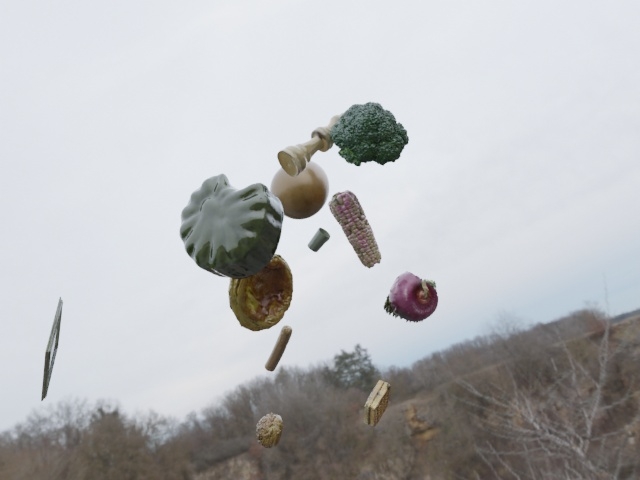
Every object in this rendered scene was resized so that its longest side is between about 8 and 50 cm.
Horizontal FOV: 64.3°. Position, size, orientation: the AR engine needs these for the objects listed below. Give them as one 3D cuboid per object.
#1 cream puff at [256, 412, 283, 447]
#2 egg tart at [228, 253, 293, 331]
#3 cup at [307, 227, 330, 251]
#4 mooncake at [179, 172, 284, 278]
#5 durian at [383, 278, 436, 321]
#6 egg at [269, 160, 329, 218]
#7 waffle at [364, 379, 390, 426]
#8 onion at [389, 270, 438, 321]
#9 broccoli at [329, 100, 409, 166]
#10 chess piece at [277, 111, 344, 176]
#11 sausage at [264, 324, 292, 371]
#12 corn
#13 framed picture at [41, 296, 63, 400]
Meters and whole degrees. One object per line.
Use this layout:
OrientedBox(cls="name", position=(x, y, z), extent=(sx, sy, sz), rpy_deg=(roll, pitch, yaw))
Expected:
OrientedBox(cls="cream puff", position=(-0.214, 0.785, 2.099), extent=(0.103, 0.126, 0.144), rpy_deg=(10, -55, -10))
OrientedBox(cls="egg tart", position=(-0.262, 0.199, 2.098), extent=(0.150, 0.352, 0.352), rpy_deg=(6, -1, 43))
OrientedBox(cls="cup", position=(-0.005, -0.003, 1.934), extent=(0.083, 0.054, 0.075), rpy_deg=(-51, -4, 22))
OrientedBox(cls="mooncake", position=(-0.298, -0.047, 1.666), extent=(0.351, 0.351, 0.187), rpy_deg=(-20, -23, 17))
OrientedBox(cls="durian", position=(0.422, 0.271, 2.363), extent=(0.394, 0.198, 0.163), rpy_deg=(-3, 2, -42))
OrientedBox(cls="egg", position=(-0.102, -0.267, 2.647), extent=(0.301, 0.301, 0.374), rpy_deg=(-26, 10, 31))
OrientedBox(cls="waffle", position=(0.175, 0.509, 1.582), extent=(0.102, 0.042, 0.148), rpy_deg=(-50, -28, -31))
OrientedBox(cls="onion", position=(0.385, 0.249, 2.145), extent=(0.201, 0.200, 0.207), rpy_deg=(-23, -42, 24))
OrientedBox(cls="broccoli", position=(0.178, -0.385, 1.915), extent=(0.294, 0.265, 0.245), rpy_deg=(13, -11, 24))
OrientedBox(cls="chess piece", position=(0.008, -0.404, 2.013), extent=(0.397, 0.117, 0.117), rpy_deg=(-41, -7, -26))
OrientedBox(cls="sausage", position=(-0.206, 0.534, 2.526), extent=(0.066, 0.066, 0.301), rpy_deg=(0, -50, -36))
OrientedBox(cls="corn", position=(0.149, -0.049, 2.069), extent=(0.127, 0.335, 0.126), rpy_deg=(-30, 4, 2))
OrientedBox(cls="framed picture", position=(-0.782, 0.317, 1.485), extent=(0.014, 0.197, 0.252), rpy_deg=(10, -49, -22))
